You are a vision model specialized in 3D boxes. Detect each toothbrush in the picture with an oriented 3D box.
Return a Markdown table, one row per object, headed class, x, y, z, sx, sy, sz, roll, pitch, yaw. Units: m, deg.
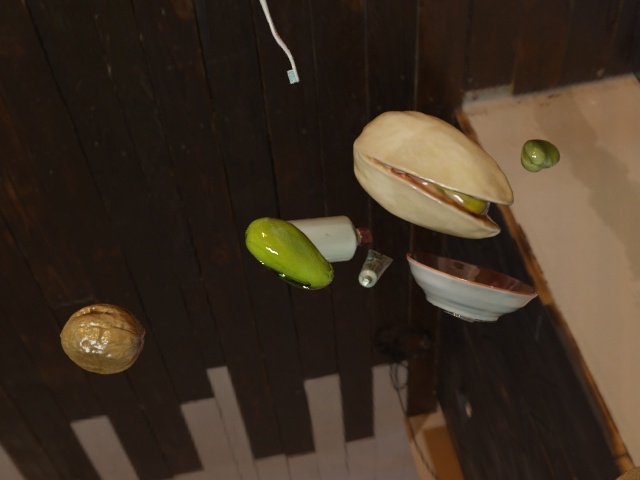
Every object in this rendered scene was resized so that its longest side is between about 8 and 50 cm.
| class | x | y | z | sx | sy | sz | roll | pitch | yaw |
| --- | --- | --- | --- | --- | --- | --- | --- | --- | --- |
| toothbrush | -0.081 | -0.385 | 1.536 | 0.022 | 0.017 | 0.204 | -20 | 105 | 8 |

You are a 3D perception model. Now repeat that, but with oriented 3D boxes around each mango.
| class | x | y | z | sx | sy | sz | roll | pitch | yaw |
| --- | --- | --- | --- | --- | --- | --- | --- | --- | --- |
| mango | -0.047 | 0.018 | 1.375 | 0.165 | 0.091 | 0.074 | 30 | 133 | 0 |

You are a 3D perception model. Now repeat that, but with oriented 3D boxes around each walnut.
| class | x | y | z | sx | sy | sz | roll | pitch | yaw |
| --- | --- | --- | --- | --- | --- | --- | --- | --- | --- |
| walnut | -0.482 | 0.216 | 1.839 | 0.184 | 0.155 | 0.155 | 8 | 139 | 6 |

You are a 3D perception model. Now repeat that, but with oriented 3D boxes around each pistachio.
| class | x | y | z | sx | sy | sz | roll | pitch | yaw |
| --- | --- | --- | --- | --- | --- | --- | --- | --- | --- |
| pistachio | 0.201 | -0.118 | 1.518 | 0.214 | 0.318 | 0.193 | -6 | 122 | -53 |

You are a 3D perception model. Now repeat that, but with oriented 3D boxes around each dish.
| class | x | y | z | sx | sy | sz | roll | pitch | yaw |
| --- | --- | --- | --- | --- | --- | --- | --- | --- | --- |
| dish | 0.282 | 0.099 | 1.623 | 0.260 | 0.260 | 0.085 | 11 | 98 | -27 |

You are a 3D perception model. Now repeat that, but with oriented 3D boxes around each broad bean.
| class | x | y | z | sx | sy | sz | roll | pitch | yaw |
| --- | --- | --- | --- | --- | --- | --- | --- | --- | --- |
| broad bean | 0.360 | -0.142 | 1.379 | 0.083 | 0.063 | 0.045 | -26 | 145 | -46 |

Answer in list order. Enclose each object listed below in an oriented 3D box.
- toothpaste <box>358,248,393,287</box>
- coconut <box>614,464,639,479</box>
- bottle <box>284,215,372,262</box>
| class | x | y | z | sx | sy | sz | roll | pitch | yaw |
| --- | --- | --- | --- | --- | --- | --- | --- | --- | --- |
| toothpaste | 0.121 | 0.063 | 1.906 | 0.064 | 0.218 | 0.041 | 23 | 109 | 6 |
| coconut | 0.474 | 0.408 | 1.085 | 0.239 | 0.239 | 0.244 | -18 | 173 | 4 |
| bottle | 0.000 | 0.000 | 1.861 | 0.245 | 0.104 | 0.104 | -5 | 139 | -23 |
